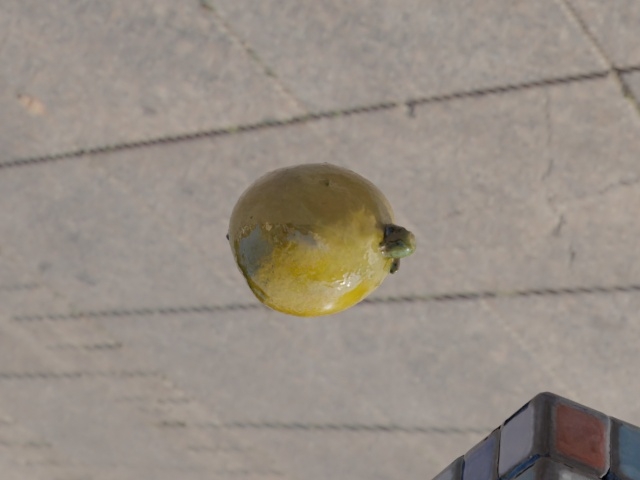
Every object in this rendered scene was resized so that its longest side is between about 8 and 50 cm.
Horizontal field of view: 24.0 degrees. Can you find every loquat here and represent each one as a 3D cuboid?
[{"bbox_3d":[0.000,0.000,1.501,0.205,0.172,0.149,5,109,22],"label":"loquat"}]

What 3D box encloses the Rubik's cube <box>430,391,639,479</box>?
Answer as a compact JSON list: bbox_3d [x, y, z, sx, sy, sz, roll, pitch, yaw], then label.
[{"bbox_3d":[0.198,0.329,1.096,0.287,0.293,0.292,22,140,-16],"label":"Rubik's cube"}]
